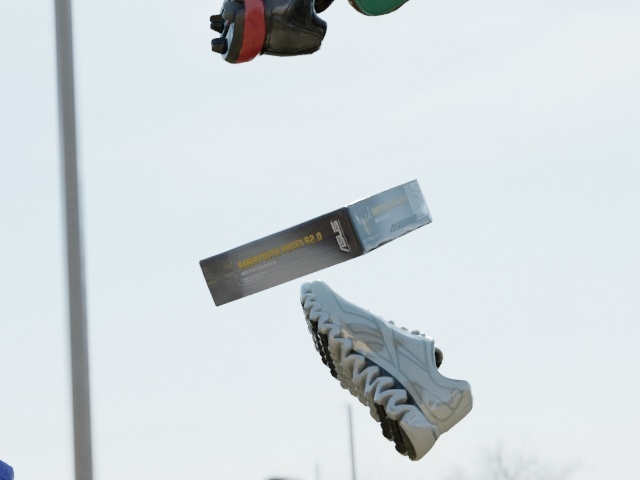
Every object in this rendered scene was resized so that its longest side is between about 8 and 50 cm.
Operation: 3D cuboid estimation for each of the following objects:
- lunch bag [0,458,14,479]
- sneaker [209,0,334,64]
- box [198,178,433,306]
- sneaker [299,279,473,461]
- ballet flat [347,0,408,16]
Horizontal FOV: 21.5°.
[{"bbox_3d":[-0.386,0.373,1.314,0.385,0.328,0.239,-34,-53,27],"label":"lunch bag"},{"bbox_3d":[-0.045,-0.301,1.760,0.135,0.276,0.097,5,-28,-15],"label":"sneaker"},{"bbox_3d":[0.000,0.000,1.840,0.183,0.056,0.231,-20,1,25],"label":"box"},{"bbox_3d":[0.077,0.144,2.098,0.118,0.292,0.110,-33,-36,-13],"label":"sneaker"},{"bbox_3d":[0.108,-0.259,1.388,0.206,0.067,0.073,-26,-53,8],"label":"ballet flat"}]
